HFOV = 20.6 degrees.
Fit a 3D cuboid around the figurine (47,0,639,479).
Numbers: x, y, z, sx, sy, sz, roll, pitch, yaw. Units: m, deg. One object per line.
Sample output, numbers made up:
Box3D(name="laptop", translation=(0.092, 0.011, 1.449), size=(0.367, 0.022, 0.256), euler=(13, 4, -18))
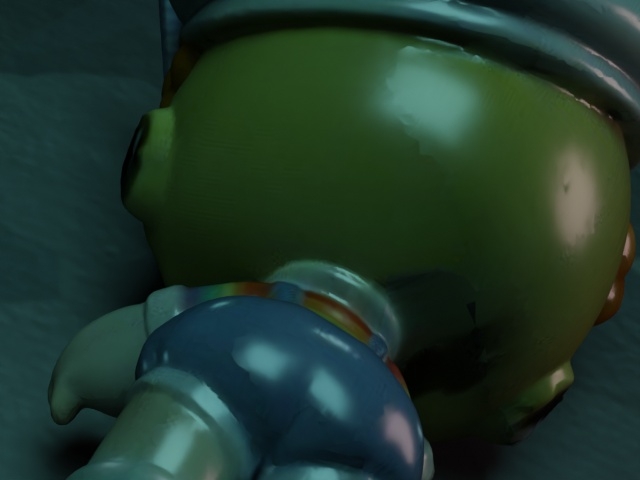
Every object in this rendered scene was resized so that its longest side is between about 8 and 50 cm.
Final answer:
Box3D(name="figurine", translation=(0.027, 0.016, 0.627), size=(0.224, 0.205, 0.382), euler=(19, 45, -10))
